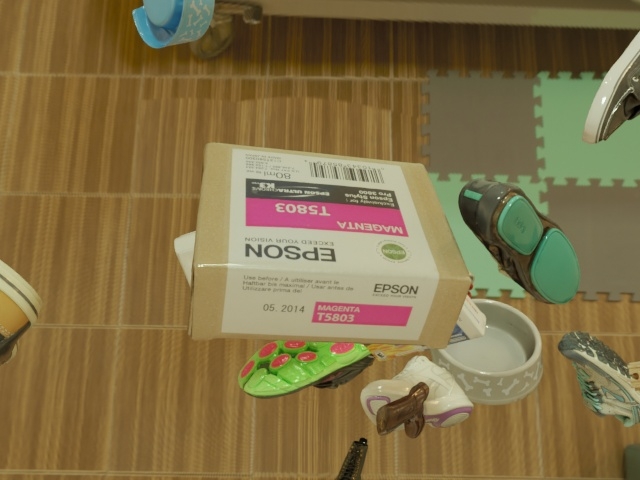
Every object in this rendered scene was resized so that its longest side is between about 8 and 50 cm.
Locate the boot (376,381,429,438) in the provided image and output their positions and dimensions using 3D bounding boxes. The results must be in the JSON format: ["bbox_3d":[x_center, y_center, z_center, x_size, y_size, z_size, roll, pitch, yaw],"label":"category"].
[{"bbox_3d":[0.118,0.276,0.952,0.037,0.114,0.106,19,114,34],"label":"boot"}]

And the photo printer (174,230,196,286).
[{"bbox_3d":[-0.155,0.063,1.477,0.308,0.107,0.256,-17,119,-6],"label":"photo printer"}]

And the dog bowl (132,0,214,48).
[{"bbox_3d":[-0.259,-0.469,1.053,0.074,0.166,0.297,-11,88,-43],"label":"dog bowl"}]

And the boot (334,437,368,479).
[{"bbox_3d":[0.065,0.552,1.503,0.077,0.198,0.137,17,87,10],"label":"boot"}]

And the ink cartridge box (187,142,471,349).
[{"bbox_3d":[0.000,0.000,0.595,0.235,0.088,0.193,4,37,-11],"label":"ink cartridge box"}]

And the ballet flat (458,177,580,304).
[{"bbox_3d":[0.190,0.000,0.609,0.074,0.203,0.074,-20,53,30],"label":"ballet flat"}]

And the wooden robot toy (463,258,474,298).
[{"bbox_3d":[0.292,0.115,1.300,0.076,0.173,0.079,-8,32,-17],"label":"wooden robot toy"}]

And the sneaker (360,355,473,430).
[{"bbox_3d":[0.186,0.316,1.325,0.114,0.305,0.152,-47,47,28],"label":"sneaker"}]

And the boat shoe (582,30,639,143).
[{"bbox_3d":[0.455,-0.218,0.901,0.076,0.080,0.228,27,63,30],"label":"boat shoe"}]

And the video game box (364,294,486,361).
[{"bbox_3d":[0.129,0.105,1.008,0.187,0.205,0.048,50,39,-23],"label":"video game box"}]

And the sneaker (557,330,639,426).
[{"bbox_3d":[0.558,0.286,1.235,0.283,0.110,0.122,33,109,-18],"label":"sneaker"}]

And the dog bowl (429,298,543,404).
[{"bbox_3d":[0.474,0.306,1.826,0.349,0.102,0.348,-1,37,1],"label":"dog bowl"}]

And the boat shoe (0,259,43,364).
[{"bbox_3d":[-0.596,0.158,1.036,0.187,0.500,0.156,45,55,-15],"label":"boat shoe"}]

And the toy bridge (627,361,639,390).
[{"bbox_3d":[0.318,0.092,0.457,0.063,0.188,0.026,8,72,-38],"label":"toy bridge"}]

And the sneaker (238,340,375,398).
[{"bbox_3d":[-0.010,0.385,1.880,0.483,0.202,0.185,-12,39,-26],"label":"sneaker"}]
